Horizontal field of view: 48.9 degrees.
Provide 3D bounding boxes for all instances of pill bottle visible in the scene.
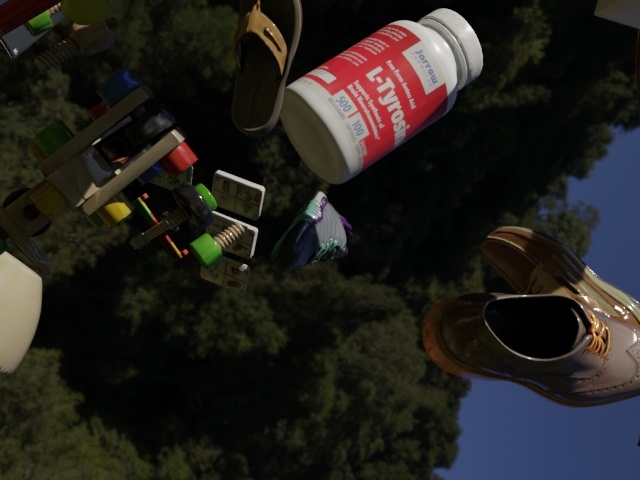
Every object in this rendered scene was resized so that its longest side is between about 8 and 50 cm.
[{"bbox_3d":[0.133,-0.314,1.480,0.229,0.408,0.229,49,-16,20],"label":"pill bottle"}]

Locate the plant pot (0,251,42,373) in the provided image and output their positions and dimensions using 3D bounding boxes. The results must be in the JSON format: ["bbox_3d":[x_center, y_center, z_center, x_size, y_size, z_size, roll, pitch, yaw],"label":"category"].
[{"bbox_3d":[-0.691,0.114,1.448,0.191,0.284,0.284,-55,-173,-14],"label":"plant pot"}]

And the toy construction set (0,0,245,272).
[{"bbox_3d":[-0.283,-0.089,0.739,0.257,0.237,0.308,35,-24,47],"label":"toy construction set"}]

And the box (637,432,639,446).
[{"bbox_3d":[0.605,0.232,1.202,0.159,0.044,0.233,-51,150,-41],"label":"box"}]

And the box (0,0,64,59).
[{"bbox_3d":[-0.553,-0.485,1.321,0.261,0.184,0.103,-49,154,-19],"label":"box"}]

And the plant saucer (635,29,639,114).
[{"bbox_3d":[0.551,-0.241,1.055,0.310,0.050,0.310,-8,90,-83],"label":"plant saucer"}]

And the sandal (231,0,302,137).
[{"bbox_3d":[-0.081,-0.240,0.891,0.060,0.090,0.219,-22,127,-66],"label":"sandal"}]

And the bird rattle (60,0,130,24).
[{"bbox_3d":[-0.099,-0.250,0.543,0.254,0.207,0.143,8,-76,43],"label":"bird rattle"}]

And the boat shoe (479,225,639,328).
[{"bbox_3d":[0.426,0.094,1.268,0.120,0.324,0.122,-38,152,-35],"label":"boat shoe"}]

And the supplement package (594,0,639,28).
[{"bbox_3d":[0.438,-0.317,0.681,0.262,0.199,0.197,-135,-121,-84],"label":"supplement package"}]

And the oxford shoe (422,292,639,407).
[{"bbox_3d":[0.318,0.138,0.893,0.133,0.364,0.129,140,-45,-62],"label":"oxford shoe"}]

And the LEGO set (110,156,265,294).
[{"bbox_3d":[-0.200,-0.043,1.047,0.060,0.244,0.182,-50,157,-57],"label":"LEGO set"}]

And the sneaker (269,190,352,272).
[{"bbox_3d":[0.000,0.000,1.039,0.083,0.098,0.223,-48,-174,28],"label":"sneaker"}]
